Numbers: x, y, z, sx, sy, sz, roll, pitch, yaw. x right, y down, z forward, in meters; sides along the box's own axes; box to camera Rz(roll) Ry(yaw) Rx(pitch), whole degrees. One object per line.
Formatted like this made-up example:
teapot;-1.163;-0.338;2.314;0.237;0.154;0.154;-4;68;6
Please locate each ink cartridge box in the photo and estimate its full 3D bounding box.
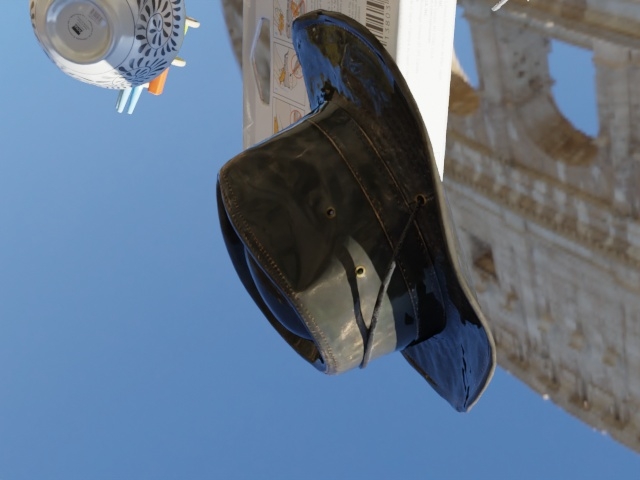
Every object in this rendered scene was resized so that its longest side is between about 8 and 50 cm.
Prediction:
ink cartridge box;0.016;-0.151;0.964;0.066;0.296;0.261;-13;-152;-30

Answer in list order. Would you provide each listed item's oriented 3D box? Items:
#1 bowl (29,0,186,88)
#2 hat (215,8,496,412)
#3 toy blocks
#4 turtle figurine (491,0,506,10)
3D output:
bowl;-0.228;-0.223;1.036;0.170;0.170;0.080;-6;-155;14
hat;0.000;0.000;0.790;0.134;0.331;0.331;-22;-140;-11
toy blocks;-0.212;-0.219;1.278;0.054;0.148;0.123;12;-162;-34
turtle figurine;0.181;-0.316;0.943;0.234;0.118;0.175;-33;-129;18
